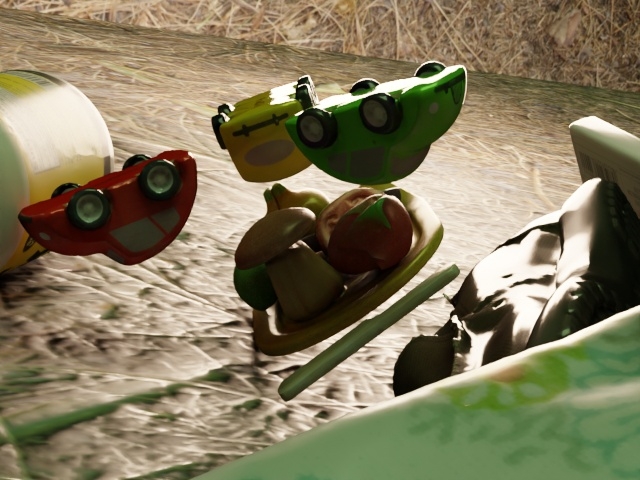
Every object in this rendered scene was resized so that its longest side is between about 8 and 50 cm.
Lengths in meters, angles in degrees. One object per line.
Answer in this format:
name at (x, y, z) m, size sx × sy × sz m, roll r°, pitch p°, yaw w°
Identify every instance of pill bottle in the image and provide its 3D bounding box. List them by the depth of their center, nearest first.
pill bottle at (-0.207, -0.034, 0.907) m, size 0.119 × 0.119 × 0.208 m, roll 13°, pitch 13°, yaw 10°

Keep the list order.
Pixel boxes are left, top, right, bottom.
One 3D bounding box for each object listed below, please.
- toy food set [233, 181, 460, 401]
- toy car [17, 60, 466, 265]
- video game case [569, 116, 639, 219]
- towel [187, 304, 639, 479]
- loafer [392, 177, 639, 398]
toy food set at (0.000, 0.000, 0.899) m, size 0.128 × 0.071 × 0.218 m, roll -34°, pitch 14°, yaw 2°
toy car at (-0.015, -0.046, 0.853) m, size 0.225 × 0.053 × 0.239 m, roll -10°, pitch 16°, yaw 39°
video game case at (0.202, 0.028, 0.892) m, size 0.022 × 0.173 × 0.190 m, roll -19°, pitch 18°, yaw -8°
towel at (0.115, 0.108, 0.375) m, size 0.374 × 0.090 × 0.320 m, roll -17°, pitch 24°, yaw -23°
loafer at (0.101, 0.085, 0.712) m, size 0.130 × 0.134 × 0.366 m, roll -31°, pitch 6°, yaw 19°
